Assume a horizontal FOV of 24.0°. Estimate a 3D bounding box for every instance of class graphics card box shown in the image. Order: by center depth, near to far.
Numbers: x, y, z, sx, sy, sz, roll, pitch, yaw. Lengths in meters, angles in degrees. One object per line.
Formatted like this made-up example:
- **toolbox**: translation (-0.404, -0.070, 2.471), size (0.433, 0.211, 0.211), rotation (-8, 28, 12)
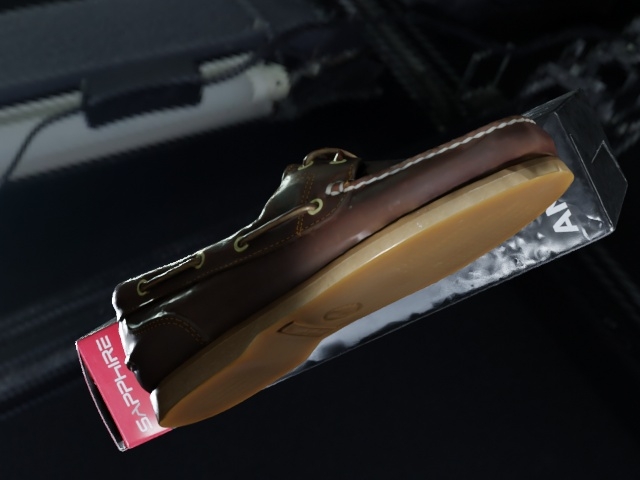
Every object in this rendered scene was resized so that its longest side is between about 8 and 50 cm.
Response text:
- **graphics card box**: translation (0.032, 0.014, 1.079), size (0.094, 0.371, 0.233), rotation (65, -163, -2)

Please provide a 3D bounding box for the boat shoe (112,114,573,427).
- **boat shoe**: translation (0.000, 0.000, 0.616), size (0.073, 0.207, 0.073), rotation (23, -139, -63)
